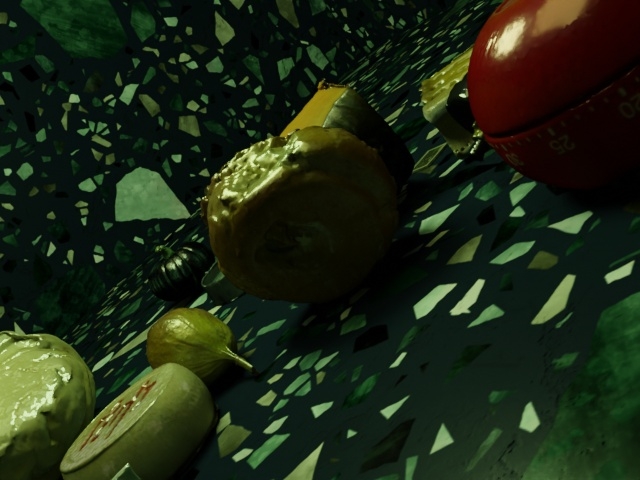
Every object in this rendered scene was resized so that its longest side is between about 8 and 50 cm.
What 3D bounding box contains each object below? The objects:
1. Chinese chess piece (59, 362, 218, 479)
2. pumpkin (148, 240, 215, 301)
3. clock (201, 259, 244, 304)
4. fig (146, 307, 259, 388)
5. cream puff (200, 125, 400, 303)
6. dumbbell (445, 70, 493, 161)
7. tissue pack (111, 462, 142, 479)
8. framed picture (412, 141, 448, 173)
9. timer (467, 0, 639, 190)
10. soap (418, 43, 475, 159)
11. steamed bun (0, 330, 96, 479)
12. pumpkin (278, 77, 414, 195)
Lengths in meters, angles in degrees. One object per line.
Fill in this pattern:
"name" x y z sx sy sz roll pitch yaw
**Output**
"Chinese chess piece" -0.296 0.323 1.466 0.270 0.112 0.270 -37 12 9
"pumpkin" -0.371 0.083 2.401 0.194 0.150 0.194 -14 -11 -3
"clock" -0.157 0.033 2.152 0.312 0.061 0.312 -37 13 10
"fig" -0.197 0.206 1.588 0.257 0.159 0.159 9 46 44
"cream puff" -0.034 -0.058 1.524 0.231 0.326 0.343 -104 29 -55
"dumbbell" 0.352 -0.301 1.479 0.388 0.185 0.185 -59 15 -4
"tissue pack" -0.242 0.383 1.032 0.209 0.156 0.148 -46 13 -23
"framed picture" 0.231 -0.176 1.917 0.089 0.007 0.066 -48 15 -33
"timer" 0.377 -0.249 1.198 0.378 0.279 0.378 -39 11 9
"soap" 0.365 -0.334 1.764 0.335 0.156 0.293 -35 18 16
"steamed bun" -0.622 0.371 1.880 0.324 0.231 0.372 -28 40 -19
"pumpkin" 0.039 -0.151 1.786 0.225 0.303 0.256 -47 56 -3
